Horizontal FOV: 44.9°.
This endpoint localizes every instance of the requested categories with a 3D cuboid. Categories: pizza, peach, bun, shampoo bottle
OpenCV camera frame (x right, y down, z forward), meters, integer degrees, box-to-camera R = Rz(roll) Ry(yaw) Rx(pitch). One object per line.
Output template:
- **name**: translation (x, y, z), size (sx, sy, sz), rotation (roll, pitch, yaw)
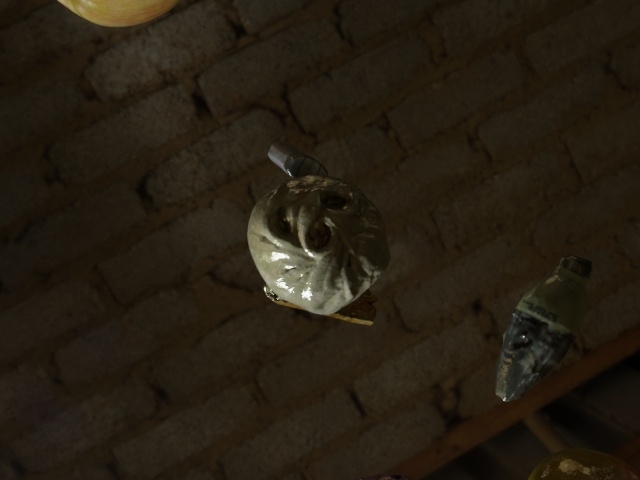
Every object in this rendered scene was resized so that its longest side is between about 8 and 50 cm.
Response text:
- **pizza**: translation (-0.009, 0.116, 1.818), size (0.269, 0.087, 0.258), rotation (12, -178, -9)
- **peach**: translation (0.443, 0.457, 1.269), size (0.231, 0.231, 0.231), rotation (-27, -171, 5)
- **bun**: translation (0.000, 0.000, 1.199), size (0.231, 0.231, 0.133), rotation (-28, 180, -4)
- **shampoo bottle**: translation (-0.049, -0.158, 1.589), size (0.055, 0.086, 0.227), rotation (-65, -163, 7)

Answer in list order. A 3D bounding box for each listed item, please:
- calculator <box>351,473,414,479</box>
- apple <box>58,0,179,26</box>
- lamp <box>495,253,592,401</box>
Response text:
- **calculator**: translation (-0.032, 0.349, 0.839), size (0.294, 0.043, 0.194), rotation (-28, -164, 19)
- **apple**: translation (-0.373, -0.592, 1.406), size (0.346, 0.391, 0.391), rotation (-49, -165, -14)
- **lamp**: translation (0.339, 0.133, 1.178), size (0.250, 0.101, 0.101), rotation (-63, -169, 0)
